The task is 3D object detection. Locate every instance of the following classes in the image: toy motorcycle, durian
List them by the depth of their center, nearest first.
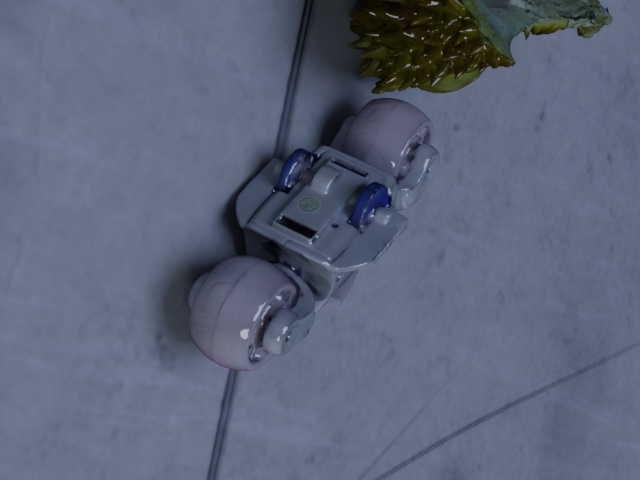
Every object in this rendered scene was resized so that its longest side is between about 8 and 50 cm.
[{"bbox_3d":[0.000,0.000,0.928,0.254,0.112,0.112,-49,130,-36],"label":"toy motorcycle"},{"bbox_3d":[0.116,-0.188,0.973,0.306,0.166,0.172,-12,107,-59],"label":"durian"}]
